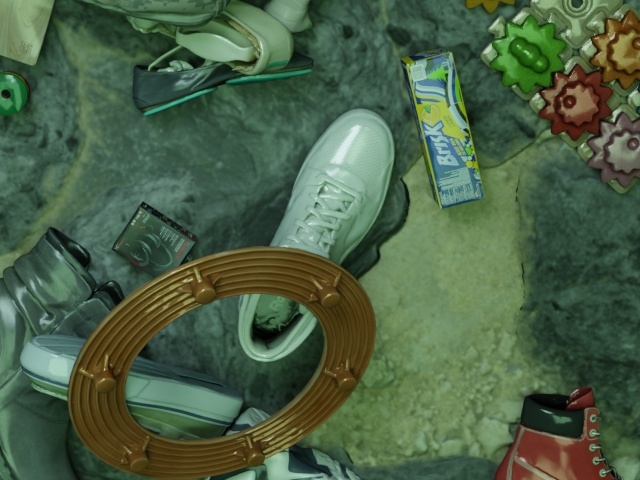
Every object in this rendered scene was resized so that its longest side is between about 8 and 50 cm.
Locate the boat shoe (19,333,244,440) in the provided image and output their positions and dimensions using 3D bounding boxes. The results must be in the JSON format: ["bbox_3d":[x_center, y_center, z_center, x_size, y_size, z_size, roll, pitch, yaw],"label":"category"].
[{"bbox_3d":[-0.205,0.179,1.402,0.302,0.109,0.094,23,92,-45],"label":"boat shoe"}]

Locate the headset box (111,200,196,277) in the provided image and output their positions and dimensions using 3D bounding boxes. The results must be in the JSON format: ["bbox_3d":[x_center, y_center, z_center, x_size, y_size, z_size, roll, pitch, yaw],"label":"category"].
[{"bbox_3d":[-0.186,0.005,1.461,0.083,0.032,0.062,35,101,-9],"label":"headset box"}]

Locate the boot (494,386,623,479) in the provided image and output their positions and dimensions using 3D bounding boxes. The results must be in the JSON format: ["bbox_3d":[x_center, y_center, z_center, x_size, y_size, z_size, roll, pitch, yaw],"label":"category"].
[{"bbox_3d":[0.341,0.274,1.527,0.244,0.088,0.176,18,102,-3],"label":"boot"}]

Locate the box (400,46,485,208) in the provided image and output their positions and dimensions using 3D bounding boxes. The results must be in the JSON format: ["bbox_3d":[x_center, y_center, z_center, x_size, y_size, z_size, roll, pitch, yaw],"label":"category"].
[{"bbox_3d":[0.136,-0.126,1.425,0.054,0.059,0.169,-14,105,0],"label":"box"}]

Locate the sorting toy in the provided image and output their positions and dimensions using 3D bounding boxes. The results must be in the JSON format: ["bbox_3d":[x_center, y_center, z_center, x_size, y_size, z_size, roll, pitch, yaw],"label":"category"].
[{"bbox_3d":[-0.344,-0.281,1.372,0.132,0.046,0.274,18,104,-7],"label":"sorting toy"}]

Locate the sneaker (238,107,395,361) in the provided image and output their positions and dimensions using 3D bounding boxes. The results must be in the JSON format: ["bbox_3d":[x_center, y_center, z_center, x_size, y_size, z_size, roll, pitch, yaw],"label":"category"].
[{"bbox_3d":[0.000,0.000,1.398,0.108,0.169,0.292,26,101,-7],"label":"sneaker"}]

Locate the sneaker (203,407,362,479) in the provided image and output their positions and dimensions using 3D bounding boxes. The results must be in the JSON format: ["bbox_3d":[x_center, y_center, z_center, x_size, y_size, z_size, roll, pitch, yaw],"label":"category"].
[{"bbox_3d":[-0.040,0.325,1.520,0.235,0.094,0.153,36,102,-11],"label":"sneaker"}]

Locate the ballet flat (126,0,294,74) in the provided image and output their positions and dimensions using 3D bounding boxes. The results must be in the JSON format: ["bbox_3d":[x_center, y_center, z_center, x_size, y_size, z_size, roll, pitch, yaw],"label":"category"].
[{"bbox_3d":[-0.146,-0.238,1.333,0.248,0.086,0.086,26,103,13],"label":"ballet flat"}]

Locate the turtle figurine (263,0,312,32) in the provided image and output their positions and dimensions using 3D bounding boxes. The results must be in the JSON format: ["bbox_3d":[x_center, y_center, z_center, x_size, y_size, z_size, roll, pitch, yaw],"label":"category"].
[{"bbox_3d":[0.002,-0.373,1.336,0.198,0.275,0.266,17,125,-29],"label":"turtle figurine"}]

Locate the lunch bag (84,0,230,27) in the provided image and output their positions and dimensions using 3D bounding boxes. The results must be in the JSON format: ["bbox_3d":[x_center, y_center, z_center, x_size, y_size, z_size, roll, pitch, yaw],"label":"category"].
[{"bbox_3d":[-0.160,-0.362,1.171,0.256,0.212,0.305,29,141,-1],"label":"lunch bag"}]

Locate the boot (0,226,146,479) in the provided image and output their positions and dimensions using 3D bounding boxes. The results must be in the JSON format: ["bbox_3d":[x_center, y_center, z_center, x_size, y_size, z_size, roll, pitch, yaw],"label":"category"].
[{"bbox_3d":[-0.289,0.172,1.465,0.222,0.118,0.338,-31,112,-5],"label":"boot"}]

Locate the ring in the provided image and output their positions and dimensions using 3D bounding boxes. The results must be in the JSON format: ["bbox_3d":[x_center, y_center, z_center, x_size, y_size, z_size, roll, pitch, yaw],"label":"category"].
[{"bbox_3d":[-0.095,0.142,1.336,0.336,0.032,0.336,-14,134,-15],"label":"ring"}]

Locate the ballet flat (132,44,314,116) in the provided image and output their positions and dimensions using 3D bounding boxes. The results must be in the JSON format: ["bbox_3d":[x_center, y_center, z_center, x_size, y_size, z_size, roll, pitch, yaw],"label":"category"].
[{"bbox_3d":[-0.111,-0.192,1.395,0.203,0.074,0.074,-14,105,5],"label":"ballet flat"}]

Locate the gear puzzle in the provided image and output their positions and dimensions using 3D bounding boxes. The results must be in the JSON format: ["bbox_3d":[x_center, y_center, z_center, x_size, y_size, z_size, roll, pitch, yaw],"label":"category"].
[{"bbox_3d":[0.283,-0.215,1.415,0.339,0.044,0.175,42,99,-11],"label":"gear puzzle"}]
